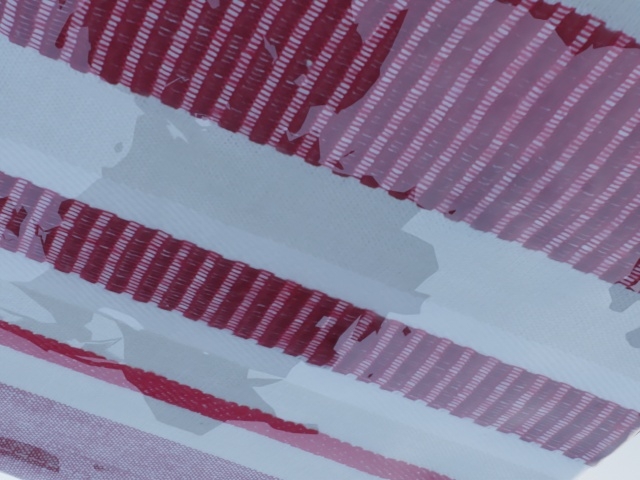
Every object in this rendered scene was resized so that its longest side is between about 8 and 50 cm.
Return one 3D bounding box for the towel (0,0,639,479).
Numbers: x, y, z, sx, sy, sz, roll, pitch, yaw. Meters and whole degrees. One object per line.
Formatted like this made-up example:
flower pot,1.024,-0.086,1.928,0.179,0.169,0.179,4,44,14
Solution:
towel,0.000,0.000,0.489,0.237,0.329,0.037,21,-129,-16
